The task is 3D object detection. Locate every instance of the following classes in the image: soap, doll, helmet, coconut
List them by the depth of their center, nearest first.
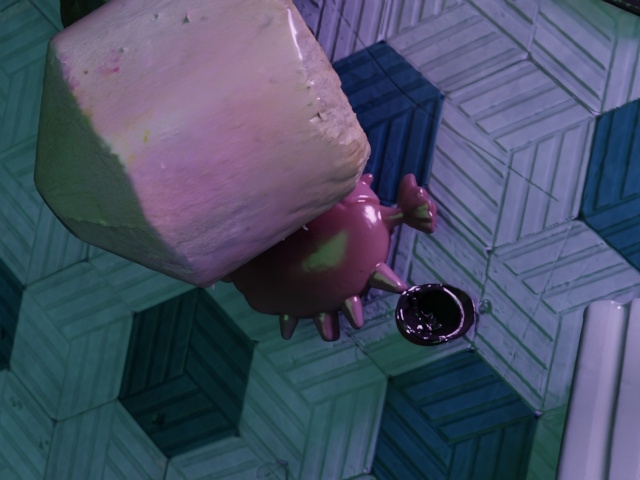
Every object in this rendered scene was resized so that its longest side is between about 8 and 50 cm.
[{"bbox_3d":[0.300,0.164,1.077,0.160,0.265,0.087,-6,125,24],"label":"soap"},{"bbox_3d":[-0.134,-0.110,1.217,0.309,0.297,0.297,-29,74,2],"label":"coconut"},{"bbox_3d":[0.115,0.082,1.282,0.084,0.049,0.065,0,66,-8],"label":"helmet"},{"bbox_3d":[0.000,0.000,1.318,0.262,0.093,0.211,-24,73,19],"label":"doll"}]

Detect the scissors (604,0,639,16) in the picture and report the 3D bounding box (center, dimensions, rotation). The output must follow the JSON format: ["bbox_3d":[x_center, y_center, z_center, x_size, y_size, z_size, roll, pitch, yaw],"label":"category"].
[{"bbox_3d":[0.336,-0.226,1.218,0.220,0.017,0.088,30,100,25],"label":"scissors"}]

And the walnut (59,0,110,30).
[{"bbox_3d":[-0.218,-0.272,1.404,0.178,0.178,0.230,-33,63,20],"label":"walnut"}]
